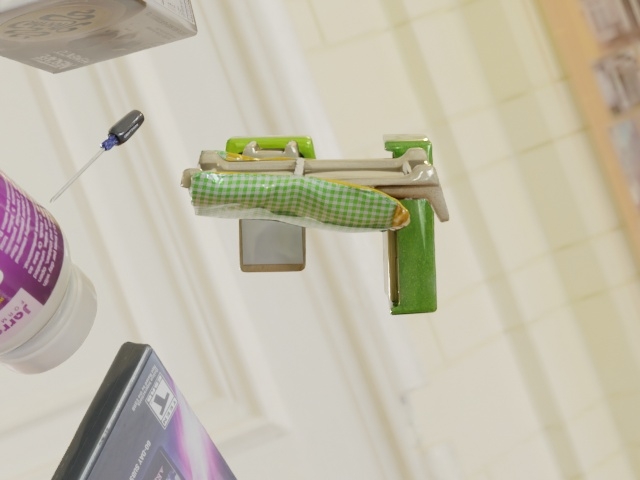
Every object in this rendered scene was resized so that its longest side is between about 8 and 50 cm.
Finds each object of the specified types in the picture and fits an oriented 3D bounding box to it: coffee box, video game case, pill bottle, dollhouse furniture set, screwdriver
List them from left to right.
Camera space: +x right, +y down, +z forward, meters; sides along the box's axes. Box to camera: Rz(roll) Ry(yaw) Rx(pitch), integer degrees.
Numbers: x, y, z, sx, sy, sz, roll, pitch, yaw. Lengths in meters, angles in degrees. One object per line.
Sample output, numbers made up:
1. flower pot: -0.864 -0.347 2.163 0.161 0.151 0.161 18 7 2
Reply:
1. pill bottle: -0.340 0.009 1.358 0.169 0.169 0.301 -20 -37 17
2. coffee box: -0.242 -0.249 1.372 0.168 0.118 0.297 -14 -3 9
3. screwdriver: -0.237 -0.091 1.541 0.170 0.024 0.025 -51 -10 -47
4. video game case: -0.104 0.222 0.918 0.026 0.274 0.196 5 53 27
5. dollhouse furniture set: 0.000 0.000 1.196 0.198 0.151 0.301 -1 9 1
